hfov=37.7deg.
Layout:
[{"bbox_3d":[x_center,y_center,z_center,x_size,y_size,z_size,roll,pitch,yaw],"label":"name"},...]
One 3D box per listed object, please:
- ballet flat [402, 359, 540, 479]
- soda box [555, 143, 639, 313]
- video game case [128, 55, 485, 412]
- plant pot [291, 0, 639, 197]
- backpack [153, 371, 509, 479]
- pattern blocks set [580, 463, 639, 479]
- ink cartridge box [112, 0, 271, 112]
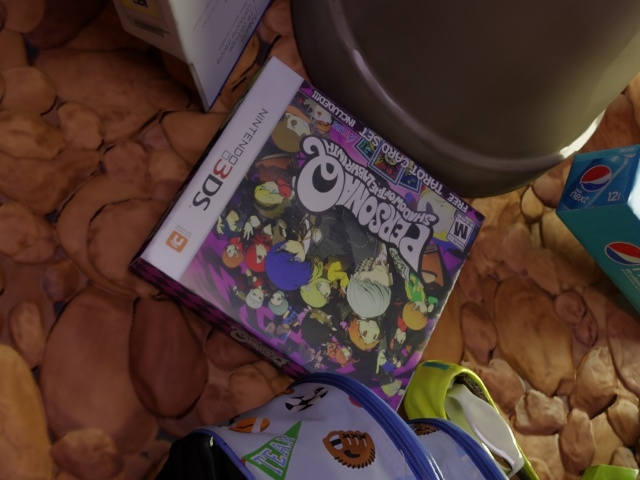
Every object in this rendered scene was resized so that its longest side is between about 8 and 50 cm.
[{"bbox_3d":[0.143,0.194,0.733,0.077,0.077,0.231,-31,89,-32],"label":"ballet flat"},{"bbox_3d":[0.300,0.007,0.842,0.210,0.071,0.067,42,59,-31],"label":"soda box"},{"bbox_3d":[0.000,0.000,0.745,0.232,0.042,0.210,36,63,-12],"label":"video game case"},{"bbox_3d":[0.176,-0.233,0.774,0.323,0.280,0.323,9,69,-25],"label":"plant pot"},{"bbox_3d":[0.016,0.213,0.568,0.213,0.276,0.263,-27,80,-36],"label":"backpack"},{"bbox_3d":[0.326,0.302,0.821,0.285,0.026,0.325,47,60,-6],"label":"pattern blocks set"},{"bbox_3d":[-0.061,-0.296,0.667,0.072,0.307,0.304,23,70,8],"label":"ink cartridge box"}]
